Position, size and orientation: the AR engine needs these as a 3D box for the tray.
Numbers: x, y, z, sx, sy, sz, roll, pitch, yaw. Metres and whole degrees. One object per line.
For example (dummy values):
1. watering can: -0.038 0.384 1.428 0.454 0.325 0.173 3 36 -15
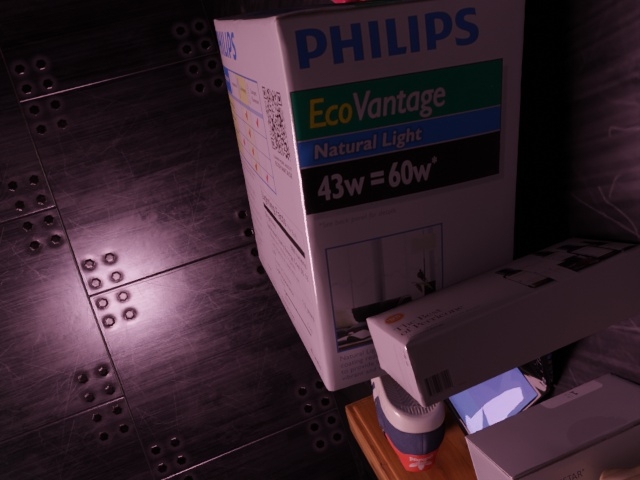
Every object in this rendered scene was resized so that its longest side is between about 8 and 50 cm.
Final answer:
1. tray: 0.211 0.399 0.910 0.411 0.203 0.076 -137 31 -67

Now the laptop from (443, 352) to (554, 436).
1. laptop: 0.191 0.126 0.710 0.234 0.137 0.264 60 -178 42

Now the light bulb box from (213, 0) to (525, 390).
1. light bulb box: 0.035 -0.091 0.619 0.358 0.226 0.360 -131 30 -61

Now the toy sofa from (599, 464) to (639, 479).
1. toy sofa: 0.319 0.270 0.273 0.362 0.177 0.150 -166 59 -75

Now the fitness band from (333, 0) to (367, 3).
1. fitness band: 0.028 -0.476 0.764 0.208 0.054 0.290 87 160 -45

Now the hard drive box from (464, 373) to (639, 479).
1. hard drive box: 0.270 0.279 0.503 0.089 0.181 0.232 -163 56 -77

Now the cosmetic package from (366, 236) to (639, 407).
1. cosmetic package: 0.171 0.063 0.466 0.099 0.239 0.060 -169 60 -76

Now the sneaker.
1. sneaker: 0.148 0.276 0.954 0.350 0.131 0.148 -81 -14 -71
